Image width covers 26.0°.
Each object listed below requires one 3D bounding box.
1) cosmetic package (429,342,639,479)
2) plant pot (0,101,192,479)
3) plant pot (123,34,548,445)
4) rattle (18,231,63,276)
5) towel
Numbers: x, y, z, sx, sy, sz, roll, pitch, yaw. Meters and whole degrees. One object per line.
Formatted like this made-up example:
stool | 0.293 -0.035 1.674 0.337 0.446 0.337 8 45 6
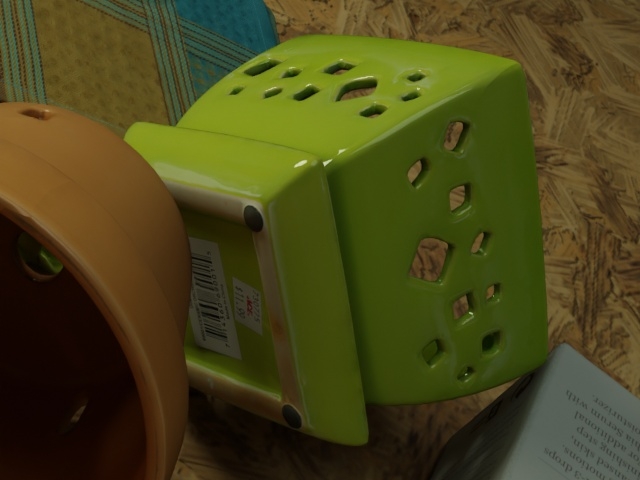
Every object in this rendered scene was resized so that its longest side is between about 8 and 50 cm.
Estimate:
cosmetic package | 0.136 0.306 0.873 0.230 0.161 0.453 38 43 -2
plant pot | -0.196 0.046 0.797 0.291 0.291 0.203 37 28 -4
plant pot | 0.000 0.000 0.942 0.207 0.227 0.228 -26 117 -36
rattle | -0.137 -0.026 0.979 0.200 0.142 0.130 5 34 -23
towel | -0.156 -0.155 1.062 0.370 0.040 0.271 21 44 -43
